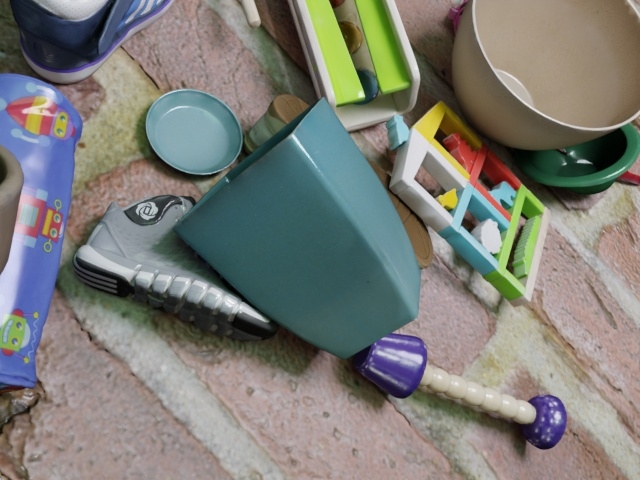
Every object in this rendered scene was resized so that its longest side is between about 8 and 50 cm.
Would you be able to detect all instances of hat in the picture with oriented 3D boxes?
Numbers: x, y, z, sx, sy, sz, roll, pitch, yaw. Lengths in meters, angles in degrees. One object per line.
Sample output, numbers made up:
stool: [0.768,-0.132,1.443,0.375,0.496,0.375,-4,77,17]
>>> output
hat: [0.434,-0.092,1.008,0.208,0.183,0.173,-5,49,20]

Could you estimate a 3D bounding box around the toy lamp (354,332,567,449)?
toy lamp: [0.170,0.180,0.752,0.275,0.080,0.080,23,62,-17]

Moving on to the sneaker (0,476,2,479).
sneaker: [-0.322,0.296,0.457,0.099,0.121,0.262,25,61,-14]

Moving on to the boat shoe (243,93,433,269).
boat shoe: [0.028,-0.060,0.789,0.285,0.089,0.104,45,33,-4]

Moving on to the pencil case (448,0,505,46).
pencil case: [0.303,-0.412,1.046,0.098,0.095,0.209,29,55,17]

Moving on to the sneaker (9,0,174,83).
sneaker: [-0.227,-0.346,0.691,0.130,0.236,0.323,31,61,-10]

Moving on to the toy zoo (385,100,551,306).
toy zoo: [0.202,-0.069,0.851,0.293,0.030,0.192,42,48,-13]

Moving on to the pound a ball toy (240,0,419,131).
pound a ball toy: [-0.012,-0.308,0.855,0.208,0.136,0.319,-16,76,-3]

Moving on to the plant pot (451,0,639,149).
plant pot: [0.310,-0.247,0.910,0.284,0.191,0.284,5,71,-14]

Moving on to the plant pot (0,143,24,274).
plant pot: [-0.363,0.067,0.359,0.323,0.323,0.280,8,108,-21]

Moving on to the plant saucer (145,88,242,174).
plant saucer: [-0.157,-0.131,0.761,0.119,0.021,0.119,9,66,-21]

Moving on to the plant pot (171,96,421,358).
plant pot: [0.000,0.000,0.672,0.234,0.165,0.166,50,24,-12]

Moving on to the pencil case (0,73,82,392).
pencil case: [-0.313,-0.008,0.586,0.119,0.133,0.306,32,53,-52]

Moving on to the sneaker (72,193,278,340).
sneaker: [-0.138,0.017,0.676,0.229,0.086,0.132,23,60,-13]
